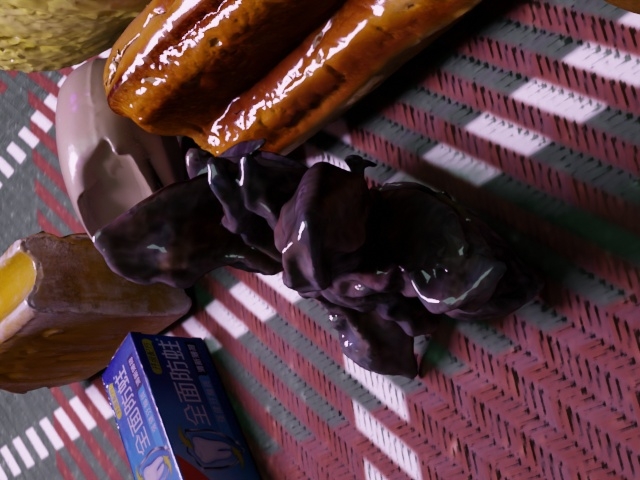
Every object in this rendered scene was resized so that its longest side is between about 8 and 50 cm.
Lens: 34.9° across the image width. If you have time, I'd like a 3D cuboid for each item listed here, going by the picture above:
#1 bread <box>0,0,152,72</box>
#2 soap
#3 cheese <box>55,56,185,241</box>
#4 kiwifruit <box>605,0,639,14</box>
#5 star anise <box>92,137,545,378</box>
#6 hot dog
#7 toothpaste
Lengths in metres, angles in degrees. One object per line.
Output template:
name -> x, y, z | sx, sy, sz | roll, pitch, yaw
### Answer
bread -> -0.247, -0.318, 0.869 | 0.308, 0.348, 0.348 | -27, 63, 58
soap -> -0.250, 0.075, 0.952 | 0.257, 0.160, 0.080 | -34, 60, 47
cheese -> -0.168, -0.097, 0.896 | 0.286, 0.082, 0.163 | -103, -2, -60
kiwifruit -> 0.169, -0.211, 0.418 | 0.196, 0.196, 0.233 | -11, 70, 52
star anise -> 0.004, 0.002, 0.605 | 0.283, 0.212, 0.129 | 12, 81, 45
hot dog -> -0.012, -0.166, 0.681 | 0.349, 0.158, 0.117 | -34, 40, 45
toothpaste -> -0.085, 0.210, 0.781 | 0.066, 0.076, 0.320 | -55, 46, 29
